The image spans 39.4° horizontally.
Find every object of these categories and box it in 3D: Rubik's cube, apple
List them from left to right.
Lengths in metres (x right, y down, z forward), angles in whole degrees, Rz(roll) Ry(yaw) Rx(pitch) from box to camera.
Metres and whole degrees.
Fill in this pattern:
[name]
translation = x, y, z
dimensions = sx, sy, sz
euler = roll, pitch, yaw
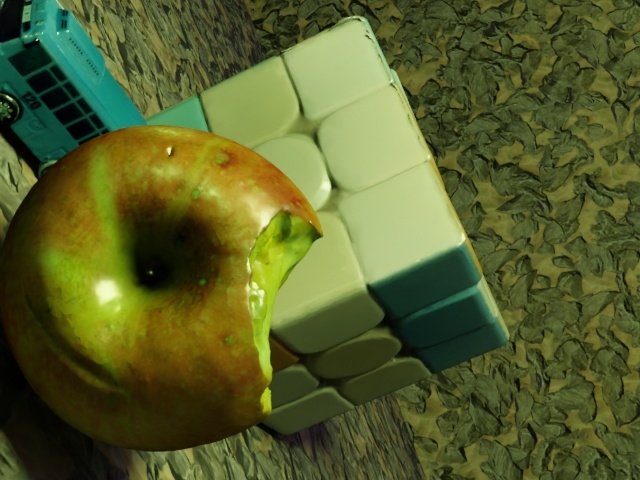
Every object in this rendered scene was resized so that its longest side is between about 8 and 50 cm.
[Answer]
[apple]
translation = -0.113, 0.036, 0.685
dimensions = 0.226, 0.246, 0.246
euler = 78, -11, -81
[Rubik's cube]
translation = 0.000, 0.000, 1.126
dimensions = 0.344, 0.347, 0.346
euler = 51, 19, -58

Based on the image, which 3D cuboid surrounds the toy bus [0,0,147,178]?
[toy bus]
translation = -0.240, -0.134, 0.817
dimensions = 0.090, 0.106, 0.184
euler = -102, 166, -44
